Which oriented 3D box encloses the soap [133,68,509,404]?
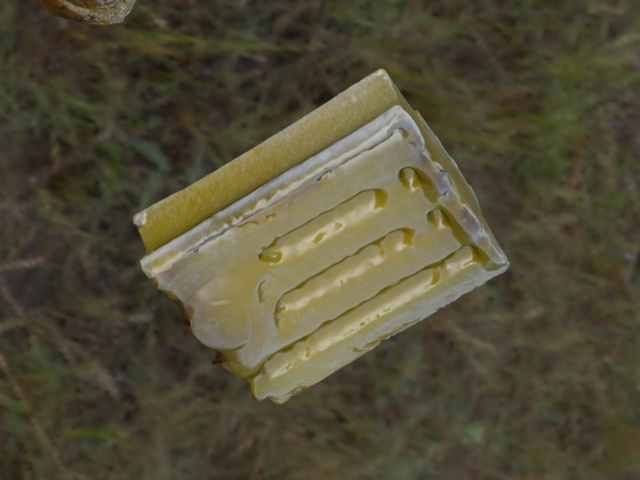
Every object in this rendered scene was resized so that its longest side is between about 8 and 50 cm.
[{"bbox_3d":[0.000,0.000,1.668,0.281,0.143,0.259,-28,140,9],"label":"soap"}]

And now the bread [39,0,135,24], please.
[{"bbox_3d":[-0.273,-0.325,2.008,0.172,0.132,0.103,89,19,-59],"label":"bread"}]
